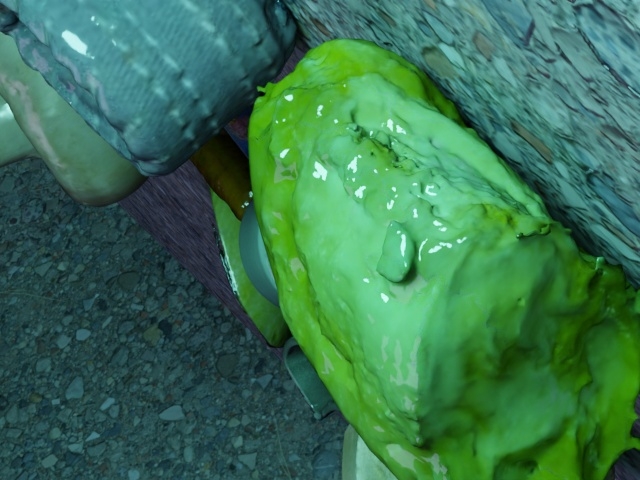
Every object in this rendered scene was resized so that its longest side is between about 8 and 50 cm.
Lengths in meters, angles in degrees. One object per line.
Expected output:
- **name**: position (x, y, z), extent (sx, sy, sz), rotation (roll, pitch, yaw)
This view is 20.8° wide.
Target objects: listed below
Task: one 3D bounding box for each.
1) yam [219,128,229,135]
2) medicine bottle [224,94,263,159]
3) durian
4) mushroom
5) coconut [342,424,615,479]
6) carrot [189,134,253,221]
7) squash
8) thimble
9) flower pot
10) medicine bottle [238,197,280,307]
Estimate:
- **yam**: position (-0.186, -0.194, 1.763), extent (0.259, 0.106, 0.106), rotation (46, 172, 19)
- **medicine bottle**: position (-0.045, -0.087, 1.704), extent (0.191, 0.051, 0.051), rotation (51, 171, -33)
- **durian**: position (0.078, 0.022, 1.133), extent (0.340, 0.204, 0.256), rotation (53, 163, 36)
- **mushroom**: position (-0.329, -0.154, 1.997), extent (0.297, 0.290, 0.297), rotation (55, 175, 8)
- **coconut**: position (0.138, 0.212, 1.553), extent (0.239, 0.239, 0.244), rotation (46, 169, 5)
- **carrot**: position (-0.108, -0.089, 1.811), extent (0.314, 0.066, 0.066), rotation (55, 179, 40)
- **squash**: position (-0.076, -0.007, 1.913), extent (0.204, 0.155, 0.237), rotation (35, 167, 50)
- **thimble**: position (-0.143, -0.175, 1.367), extent (0.236, 0.172, 0.205), rotation (34, 162, 50)
- **flower pot**: position (0.053, 0.120, 1.819), extent (0.103, 0.108, 0.229), rotation (62, 157, -8)
- **medicine bottle**: position (0.000, 0.000, 1.564), extent (0.139, 0.139, 0.225), rotation (48, 172, -5)
